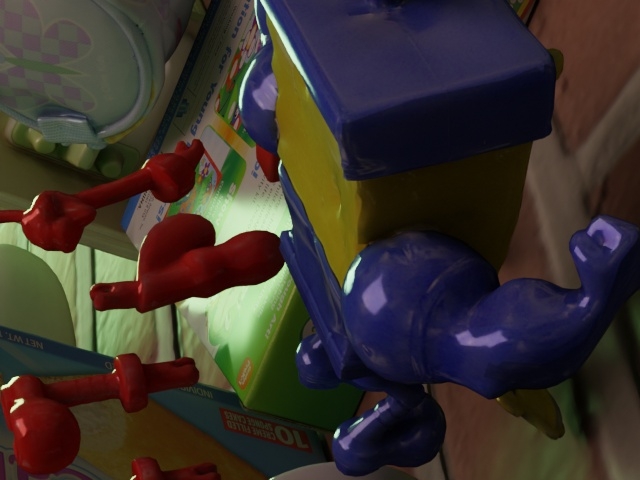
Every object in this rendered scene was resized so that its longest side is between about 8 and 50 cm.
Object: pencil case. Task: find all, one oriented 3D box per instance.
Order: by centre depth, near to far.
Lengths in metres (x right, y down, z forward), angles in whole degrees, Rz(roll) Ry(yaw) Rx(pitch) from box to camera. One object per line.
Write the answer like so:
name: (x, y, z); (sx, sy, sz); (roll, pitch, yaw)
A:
pencil case: (-0.099, -0.174, 0.973); (0.113, 0.124, 0.273); (-7, 42, 27)

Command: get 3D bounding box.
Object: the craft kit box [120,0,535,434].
craft kit box: (-0.002, -0.072, 0.848); (0.250, 0.061, 0.246); (-67, 22, 12)

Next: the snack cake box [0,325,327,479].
snack cake box: (-0.119, 0.112, 0.706); (0.089, 0.264, 0.152); (-61, 26, 21)

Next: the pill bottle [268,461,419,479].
pill bottle: (0.011, 0.168, 0.587); (0.103, 0.103, 0.184); (-51, 32, 39)

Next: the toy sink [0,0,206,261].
toy sink: (-0.157, -0.115, 1.089); (0.131, 0.152, 0.234); (-61, 25, 21)

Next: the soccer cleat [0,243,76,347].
soccer cleat: (-0.182, 0.166, 1.022); (0.143, 0.116, 0.331); (0, 75, 48)

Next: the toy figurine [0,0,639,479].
toy figurine: (0.000, 0.000, 0.530); (0.362, 0.191, 0.217); (-114, 21, -48)
